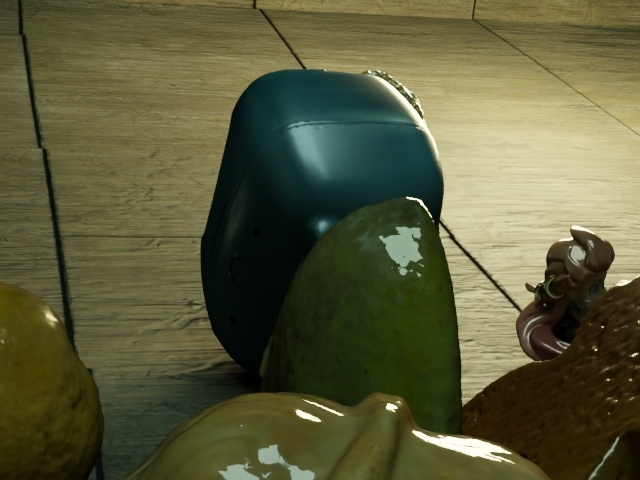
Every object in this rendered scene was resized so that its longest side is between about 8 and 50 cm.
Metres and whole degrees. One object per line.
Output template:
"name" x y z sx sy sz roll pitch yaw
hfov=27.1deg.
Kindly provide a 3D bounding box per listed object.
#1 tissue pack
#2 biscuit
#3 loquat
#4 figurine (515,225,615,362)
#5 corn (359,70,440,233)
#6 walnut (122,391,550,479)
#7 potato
"tissue pack" 0.000 0.000 1.256 0.198 0.287 0.206 -2 45 -24
"biscuit" 0.244 0.117 1.002 0.064 0.432 0.283 47 39 -12
"loquat" -0.261 0.131 0.964 0.208 0.208 0.208 5 21 -2
"figurine" 0.255 0.066 1.363 0.114 0.157 0.126 -3 15 43
"corn" 0.077 -0.051 1.413 0.098 0.290 0.098 -4 38 4
"walnut" 0.007 0.217 0.737 0.296 0.285 0.285 15 22 7
"potato" 0.019 0.087 1.074 0.112 0.255 0.269 -2 23 -24
